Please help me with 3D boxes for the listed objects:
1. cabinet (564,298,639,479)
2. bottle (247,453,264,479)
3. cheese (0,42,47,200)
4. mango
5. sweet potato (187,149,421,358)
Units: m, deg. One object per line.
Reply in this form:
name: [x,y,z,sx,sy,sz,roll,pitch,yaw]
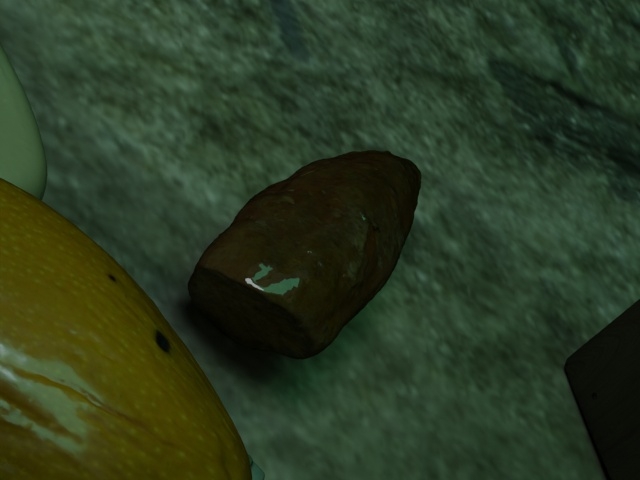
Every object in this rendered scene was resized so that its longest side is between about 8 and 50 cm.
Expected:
cabinet: [0.298,0.147,1.296,0.175,0.148,0.215,13,45,-40]
bottle: [-0.068,0.109,1.033,0.083,0.030,0.030,41,36,-14]
cheese: [-0.172,-0.020,1.023,0.235,0.050,0.127,56,33,7]
mango: [-0.177,0.045,0.878,0.359,0.144,0.187,39,34,-10]
sweet potato: [0.000,0.000,1.166,0.097,0.097,0.252,49,30,0]
